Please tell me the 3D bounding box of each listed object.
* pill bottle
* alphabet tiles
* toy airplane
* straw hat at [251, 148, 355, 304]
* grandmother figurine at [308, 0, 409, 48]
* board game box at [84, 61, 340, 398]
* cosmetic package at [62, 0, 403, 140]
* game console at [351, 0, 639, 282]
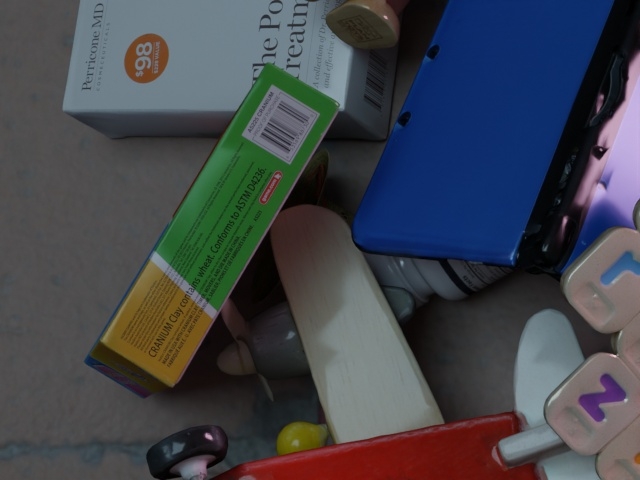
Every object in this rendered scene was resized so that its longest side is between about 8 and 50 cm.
[{"bbox_3d":[0.122,-0.009,1.552,0.169,0.094,0.094,-30,65,15],"label":"pill bottle"},{"bbox_3d":[0.305,0.083,1.371,0.278,0.021,0.284,-44,104,-1],"label":"alphabet tiles"},{"bbox_3d":[0.051,0.205,1.458,0.384,0.272,0.386,27,65,2],"label":"toy airplane"},{"bbox_3d":[0.000,0.000,1.623,0.061,0.144,0.144,24,86,-14],"label":"straw hat"},{"bbox_3d":[0.104,-0.318,1.604,0.104,0.208,0.342,2,54,52],"label":"grandmother figurine"},{"bbox_3d":[-0.094,0.004,1.518,0.064,0.316,0.242,31,79,-4],"label":"board game box"},{"bbox_3d":[-0.063,-0.280,1.717,0.284,0.097,0.377,1,76,28],"label":"cosmetic package"},{"bbox_3d":[0.207,-0.071,1.481,0.173,0.250,0.293,-24,38,60],"label":"game console"}]
